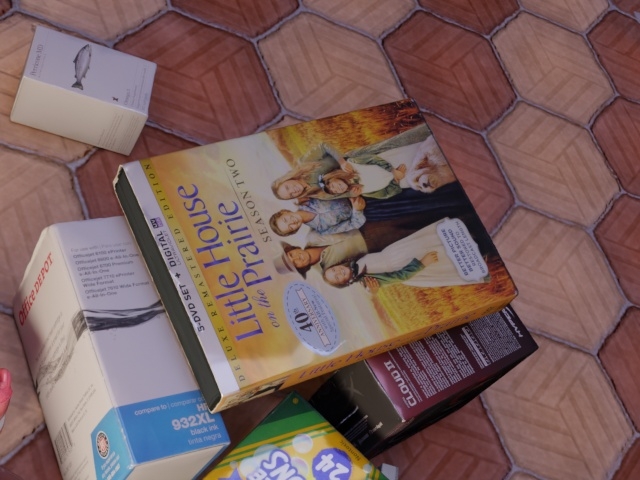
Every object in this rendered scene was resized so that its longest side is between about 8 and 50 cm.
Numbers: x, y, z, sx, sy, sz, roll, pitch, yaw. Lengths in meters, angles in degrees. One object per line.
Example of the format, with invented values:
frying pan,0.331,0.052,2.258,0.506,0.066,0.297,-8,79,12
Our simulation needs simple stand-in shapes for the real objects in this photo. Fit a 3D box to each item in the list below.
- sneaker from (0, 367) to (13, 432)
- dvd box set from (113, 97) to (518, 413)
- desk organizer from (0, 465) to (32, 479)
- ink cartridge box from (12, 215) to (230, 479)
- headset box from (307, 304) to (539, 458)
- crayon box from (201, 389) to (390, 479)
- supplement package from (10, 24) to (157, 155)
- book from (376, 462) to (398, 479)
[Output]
sneaker,-0.470,0.098,1.303,0.314,0.136,0.116,43,40,3
dvd box set,0.000,0.000,1.351,0.420,0.062,0.308,-15,69,-28
desk organizer,-0.385,0.322,1.267,0.050,0.047,0.130,30,50,-4
ink cartridge box,-0.248,0.155,1.333,0.129,0.223,0.307,-9,64,-33
headset box,0.115,0.196,1.502,0.293,0.218,0.110,-21,71,-37
crayon box,-0.072,0.361,1.315,0.203,0.083,0.323,42,65,12
supplement package,-0.340,-0.214,1.604,0.179,0.105,0.105,16,54,-18
book,0.063,0.372,1.439,0.035,0.096,0.144,18,54,-16
